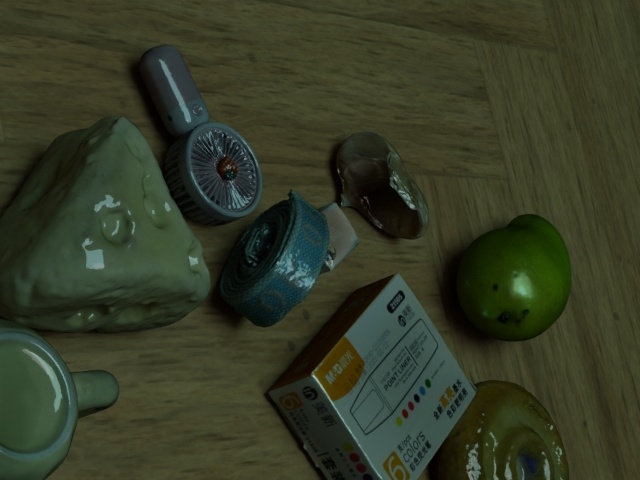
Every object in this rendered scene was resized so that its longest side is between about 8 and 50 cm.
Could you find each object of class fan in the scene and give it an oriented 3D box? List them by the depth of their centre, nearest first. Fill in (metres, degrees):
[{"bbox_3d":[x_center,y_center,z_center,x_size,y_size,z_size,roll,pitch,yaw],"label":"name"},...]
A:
[{"bbox_3d":[-0.161,-0.135,1.997,0.130,0.074,0.244,-27,92,-50],"label":"fan"}]

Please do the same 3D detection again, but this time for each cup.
[{"bbox_3d":[-0.323,0.190,1.563,0.255,0.202,0.173,24,55,-39],"label":"cup"}]

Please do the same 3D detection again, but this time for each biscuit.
[{"bbox_3d":[0.256,0.308,2.233,0.274,0.091,0.213,-40,104,-47],"label":"biscuit"}]

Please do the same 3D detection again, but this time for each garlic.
[{"bbox_3d":[0.092,-0.072,2.241,0.174,0.099,0.124,56,21,-18],"label":"garlic"}]

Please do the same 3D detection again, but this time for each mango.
[{"bbox_3d":[0.301,0.053,2.373,0.175,0.143,0.293,55,31,-5],"label":"mango"}]

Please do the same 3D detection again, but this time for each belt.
[{"bbox_3d":[-0.061,0.026,1.981,0.082,0.147,0.163,43,17,-22],"label":"belt"}]

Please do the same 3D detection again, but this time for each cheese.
[{"bbox_3d":[-0.250,0.023,1.754,0.251,0.173,0.248,59,39,-17],"label":"cheese"}]

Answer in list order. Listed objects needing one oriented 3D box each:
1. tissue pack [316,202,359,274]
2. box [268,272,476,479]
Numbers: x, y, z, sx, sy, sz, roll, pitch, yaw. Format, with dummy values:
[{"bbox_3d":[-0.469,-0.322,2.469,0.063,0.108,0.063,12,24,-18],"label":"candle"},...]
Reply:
[{"bbox_3d":[0.000,0.000,2.121,0.074,0.059,0.094,57,40,-9],"label":"tissue pack"},{"bbox_3d":[0.074,0.204,2.081,0.221,0.091,0.274,55,41,-12],"label":"box"}]
